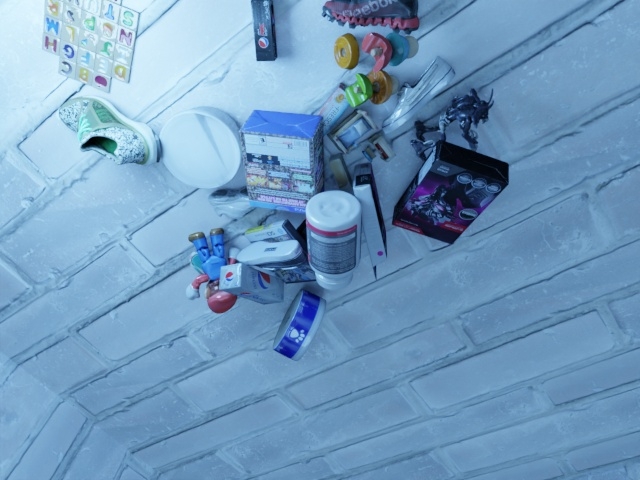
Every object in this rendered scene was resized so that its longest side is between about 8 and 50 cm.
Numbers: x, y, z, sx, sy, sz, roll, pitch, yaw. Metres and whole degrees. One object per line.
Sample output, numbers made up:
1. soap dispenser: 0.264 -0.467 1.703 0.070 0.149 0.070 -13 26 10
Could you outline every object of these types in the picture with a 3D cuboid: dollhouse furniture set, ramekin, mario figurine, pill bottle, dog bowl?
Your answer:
1. dollhouse furniture set: 0.135 -0.297 1.544 0.129 0.129 0.184 -40 111 5
2. ramekin: -0.379 -0.315 1.624 0.272 0.127 0.273 4 123 6
3. mario figurine: -0.407 0.119 1.865 0.198 0.170 0.321 -9 95 18
4. pill bottle: 0.045 0.011 1.603 0.176 0.176 0.319 3 133 6
5. dog bowl: -0.083 0.327 1.913 0.104 0.265 0.265 27 122 -7

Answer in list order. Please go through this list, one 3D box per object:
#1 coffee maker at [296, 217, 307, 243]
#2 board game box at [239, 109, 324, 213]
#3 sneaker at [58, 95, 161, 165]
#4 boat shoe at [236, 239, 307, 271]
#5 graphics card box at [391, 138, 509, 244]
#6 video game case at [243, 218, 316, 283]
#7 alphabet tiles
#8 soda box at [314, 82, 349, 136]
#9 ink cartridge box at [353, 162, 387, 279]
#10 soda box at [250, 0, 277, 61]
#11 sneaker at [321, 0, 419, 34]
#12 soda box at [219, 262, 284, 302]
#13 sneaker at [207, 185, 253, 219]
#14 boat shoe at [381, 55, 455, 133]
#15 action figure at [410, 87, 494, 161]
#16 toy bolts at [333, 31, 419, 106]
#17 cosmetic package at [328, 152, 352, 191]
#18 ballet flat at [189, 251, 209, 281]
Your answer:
1. coffee maker: 0.000 0.000 1.798 0.178 0.120 0.171 38 145 -15
2. board game box: -0.113 -0.248 1.580 0.232 0.141 0.291 9 134 10
3. sneaker: -0.717 -0.349 1.576 0.410 0.182 0.158 24 122 19
4. boat shoe: -0.172 0.066 1.756 0.301 0.108 0.102 -7 127 37
5. graphics card box: 0.401 -0.140 1.573 0.232 0.094 0.371 19 146 -5
6. video game case: -0.124 0.050 1.813 0.248 0.035 0.275 -11 125 47
7. alphabet tiles: -0.717 -0.647 1.526 0.285 0.011 0.343 21 123 -6
8. soda box: 0.030 -0.404 1.554 0.063 0.058 0.183 35 121 -14
9. ink cartridge box: 0.179 -0.063 1.682 0.069 0.176 0.371 -8 121 11
10. soda box: -0.165 -0.618 1.445 0.060 0.053 0.169 2 122 7
11. sneaker: 0.143 -0.654 1.357 0.276 0.098 0.135 6 123 2
12. soda box: -0.250 0.167 1.843 0.098 0.091 0.286 -11 157 27
13. sneaker: -0.280 -0.130 1.764 0.232 0.090 0.115 0 130 18
14. boat shoe: 0.276 -0.437 1.481 0.267 0.096 0.088 -39 106 26
15. action figure: 0.413 -0.347 1.478 0.275 0.164 0.141 -21 144 40
16. toy bolts: 0.169 -0.527 1.415 0.228 0.158 0.218 -34 76 62
17. cosmetic package: 0.069 -0.231 1.659 0.041 0.060 0.115 -16 118 17
18. ballet flat: -0.423 0.130 1.948 0.091 0.077 0.241 -41 109 -8
